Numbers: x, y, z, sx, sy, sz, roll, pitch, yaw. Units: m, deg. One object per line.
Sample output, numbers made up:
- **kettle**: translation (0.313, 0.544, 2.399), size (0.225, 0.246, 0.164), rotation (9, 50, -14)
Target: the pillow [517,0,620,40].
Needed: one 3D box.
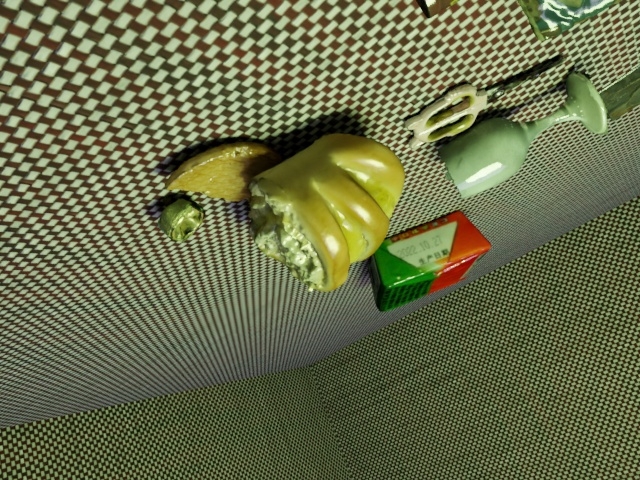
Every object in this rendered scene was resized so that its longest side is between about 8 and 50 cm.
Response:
- **pillow**: translation (0.244, -0.338, 0.476), size (0.189, 0.034, 0.255), rotation (-32, 120, 30)

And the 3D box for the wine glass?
- **wine glass**: translation (0.399, -0.205, 1.014), size (0.321, 0.144, 0.143), rotation (-25, 160, 10)

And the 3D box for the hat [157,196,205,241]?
- **hat**: translation (-0.247, -0.041, 0.868), size (0.076, 0.059, 0.077), rotation (-57, 170, -4)

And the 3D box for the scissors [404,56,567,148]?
- **scissors**: translation (0.307, -0.264, 0.931), size (0.317, 0.024, 0.160), rotation (-25, 160, 7)

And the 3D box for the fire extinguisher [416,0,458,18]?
- **fire extinguisher**: translation (0.210, -0.348, 0.534), size (0.252, 0.075, 0.106), rotation (-28, 169, 16)

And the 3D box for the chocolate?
- **chocolate**: translation (0.325, 0.077, 1.615), size (0.341, 0.162, 0.360), rotation (-21, 161, -4)

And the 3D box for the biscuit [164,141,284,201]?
- **biscuit**: translation (-0.139, -0.114, 0.827), size (0.144, 0.033, 0.224), rotation (-38, 160, 28)

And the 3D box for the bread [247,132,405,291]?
- **bread**: translation (0.022, -0.040, 0.898), size (0.270, 0.211, 0.316), rotation (-32, 168, -20)

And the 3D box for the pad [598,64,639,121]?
- **pad**: translation (0.818, -0.410, 1.126), size (0.367, 0.007, 0.247), rotation (-35, 156, 32)
